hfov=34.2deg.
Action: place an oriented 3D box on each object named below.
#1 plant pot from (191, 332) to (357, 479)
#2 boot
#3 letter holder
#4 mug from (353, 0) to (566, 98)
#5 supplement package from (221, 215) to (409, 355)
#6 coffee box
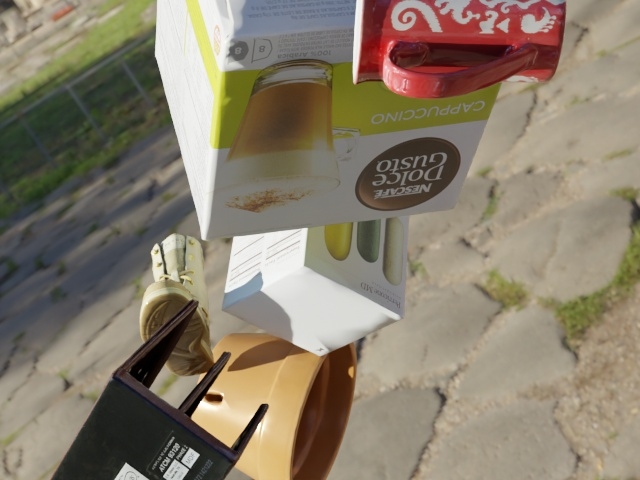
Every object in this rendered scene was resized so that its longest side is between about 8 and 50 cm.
[{"bbox_3d":[-0.082,0.275,1.750,0.203,0.291,0.291,14,41,18],"label":"plant pot"},{"bbox_3d":[-0.223,0.072,1.596,0.095,0.262,0.204,-11,60,2],"label":"boot"},{"bbox_3d":[-0.185,0.244,1.170,0.302,0.152,0.214,-56,-2,28],"label":"letter holder"},{"bbox_3d":[0.115,-0.168,0.881,0.169,0.150,0.113,3,-19,-2],"label":"mug"},{"bbox_3d":[0.000,0.000,1.586,0.198,0.199,0.263,-30,43,42],"label":"supplement package"},{"bbox_3d":[-0.003,-0.242,1.260,0.337,0.334,0.338,-7,54,-17],"label":"coffee box"}]
